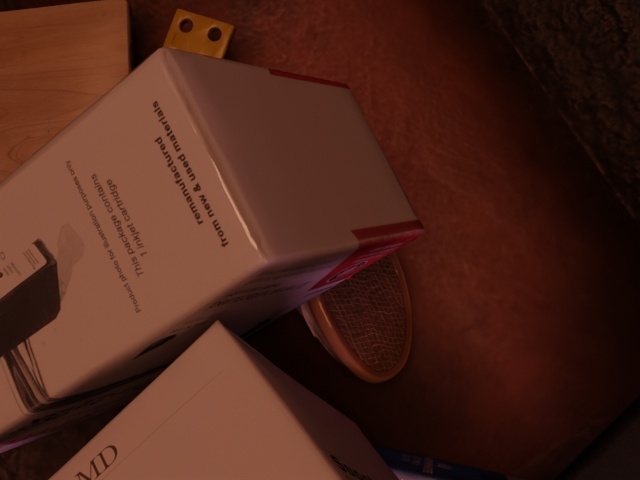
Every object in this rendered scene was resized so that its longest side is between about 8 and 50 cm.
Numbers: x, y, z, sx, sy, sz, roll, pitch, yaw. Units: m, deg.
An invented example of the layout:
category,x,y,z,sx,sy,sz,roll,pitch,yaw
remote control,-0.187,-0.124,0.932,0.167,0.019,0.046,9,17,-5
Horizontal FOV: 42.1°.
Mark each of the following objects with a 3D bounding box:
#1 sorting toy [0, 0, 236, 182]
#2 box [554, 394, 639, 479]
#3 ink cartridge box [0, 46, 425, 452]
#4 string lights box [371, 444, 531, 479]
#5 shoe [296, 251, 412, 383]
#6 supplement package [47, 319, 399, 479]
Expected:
category,x,y,z,sx,sy,sz,roll,pitch,yaw
sorting toy,-0.193,-0.109,0.638,0.274,0.046,0.132,-5,83,8
box,0.266,0.096,0.382,0.183,0.296,0.294,47,106,26
ink cartridge box,-0.105,0.018,0.495,0.273,0.197,0.114,-31,80,26
string lights box,0.027,0.207,0.557,0.259,0.077,0.133,11,86,9
shoe,0.000,0.000,0.601,0.076,0.058,0.219,-21,84,-27
supplement package,0.001,0.214,0.373,0.177,0.175,0.293,-44,51,-2
